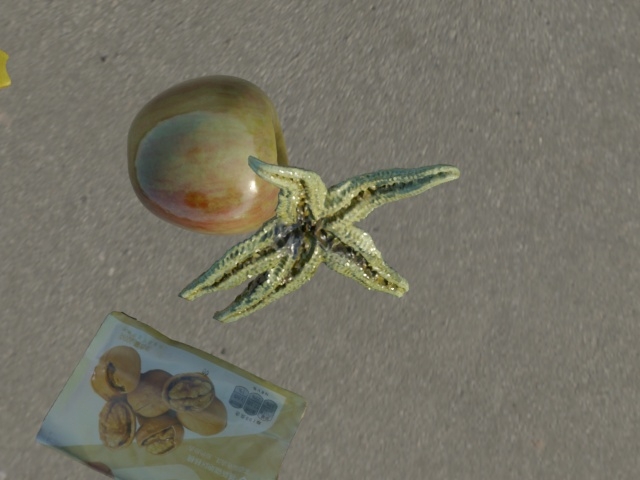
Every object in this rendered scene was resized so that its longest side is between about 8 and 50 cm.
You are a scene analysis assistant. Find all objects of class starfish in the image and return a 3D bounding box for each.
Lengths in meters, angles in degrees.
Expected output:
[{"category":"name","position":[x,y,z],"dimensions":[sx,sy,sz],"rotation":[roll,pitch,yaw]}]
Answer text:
[{"category":"starfish","position":[0.000,-0.002,0.792],"dimensions":[0.223,0.050,0.217],"rotation":[-26,137,22]}]

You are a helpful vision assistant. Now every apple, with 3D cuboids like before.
[{"category":"apple","position":[-0.172,-0.126,1.730],"dimensions":[0.233,0.257,0.257],"rotation":[-13,110,4]}]

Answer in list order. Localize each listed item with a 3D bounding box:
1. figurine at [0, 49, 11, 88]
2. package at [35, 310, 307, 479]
[{"category":"figurine","position":[-0.402,-0.085,1.038],"dimensions":[0.215,0.215,0.228],"rotation":[25,139,-2]},{"category":"package","position":[-0.204,0.275,1.547],"dimensions":[0.311,0.221,0.165],"rotation":[23,145,2]}]
